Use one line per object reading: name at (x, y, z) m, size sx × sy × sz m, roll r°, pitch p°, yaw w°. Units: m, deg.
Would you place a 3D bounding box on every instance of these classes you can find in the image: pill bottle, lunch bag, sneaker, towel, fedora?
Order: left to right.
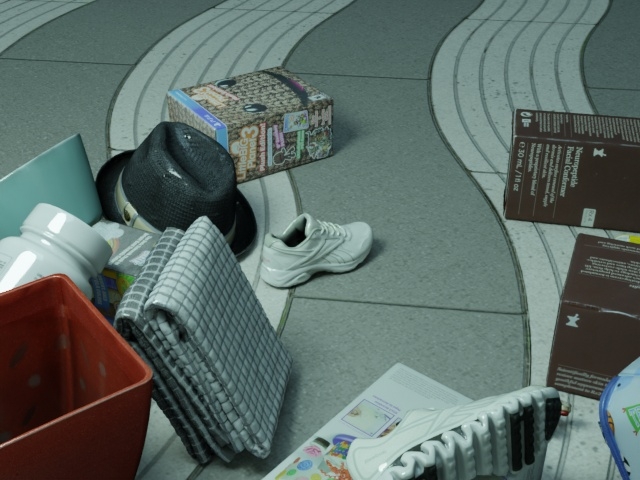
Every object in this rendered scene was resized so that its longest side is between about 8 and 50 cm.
pill bottle at (-0.436, 0.096, 1.302) m, size 0.160 × 0.160 × 0.283 m, roll 19°, pitch 67°, yaw 27°
fedora at (-0.250, -0.109, 1.653) m, size 0.334 × 0.152 × 0.334 m, roll 15°, pitch 38°, yaw -12°
towel at (-0.158, 0.142, 1.242) m, size 0.121 × 0.283 × 0.235 m, roll -20°, pitch 24°, yaw 18°
sneaker at (0.000, 0.000, 1.591) m, size 0.232 × 0.115 × 0.090 m, roll -21°, pitch 38°, yaw -29°
sneaker at (0.164, 0.234, 1.075) m, size 0.292 × 0.110 × 0.118 m, roll -17°, pitch 28°, yaw -26°
lunch bag at (0.488, 0.244, 1.127) m, size 0.303 × 0.243 × 0.115 m, roll -26°, pitch 5°, yaw -32°

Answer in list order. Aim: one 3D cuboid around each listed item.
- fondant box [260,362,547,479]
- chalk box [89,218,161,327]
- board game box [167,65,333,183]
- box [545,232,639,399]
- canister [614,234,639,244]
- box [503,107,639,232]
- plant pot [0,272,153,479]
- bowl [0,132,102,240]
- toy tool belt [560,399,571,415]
fondant box at (0.098, 0.316, 1.120) m, size 0.238 × 0.096 × 0.330 m, roll 25°, pitch 39°, yaw 32°
chalk box at (-0.304, 0.070, 1.472) m, size 0.213 × 0.132 × 0.132 m, roll 15°, pitch 35°, yaw 21°
board game box at (-0.153, -0.256, 1.967) m, size 0.291 × 0.141 × 0.232 m, roll -19°, pitch 37°, yaw -28°
box at (0.449, 0.119, 1.359) m, size 0.169 × 0.167 × 0.203 m, roll 12°, pitch 35°, yaw 18°
canister at (0.546, 0.063, 1.535) m, size 0.126 × 0.073 × 0.170 m, roll 14°, pitch 34°, yaw 20°
box at (0.555, -0.131, 1.730) m, size 0.382 × 0.191 × 0.143 m, roll 5°, pitch 33°, yaw 9°
plant pot at (-0.374, 0.238, 1.111) m, size 0.267 × 0.235 × 0.267 m, roll -22°, pitch 40°, yaw -30°
bowl at (-0.502, -0.034, 1.539) m, size 0.312 × 0.163 × 0.311 m, roll -30°, pitch 12°, yaw 7°
toy tool belt at (0.313, 0.253, 1.270) m, size 0.083 × 0.052 × 0.051 m, roll 4°, pitch 64°, yaw 11°
